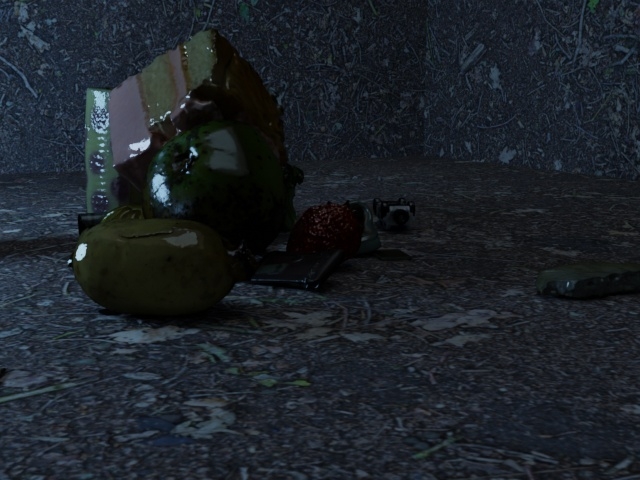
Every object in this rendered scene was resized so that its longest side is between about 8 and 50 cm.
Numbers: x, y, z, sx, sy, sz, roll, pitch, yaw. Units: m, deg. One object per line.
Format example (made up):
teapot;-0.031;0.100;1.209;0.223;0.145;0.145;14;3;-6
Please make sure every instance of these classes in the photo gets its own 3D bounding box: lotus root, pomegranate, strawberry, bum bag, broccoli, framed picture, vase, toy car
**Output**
lotus root;-0.232;0.038;1.197;0.284;0.146;0.160;-2;31;9
pomegranate;-0.177;-0.060;1.524;0.284;0.285;0.341;5;-22;24
strawberry;-0.001;-0.007;1.491;0.148;0.131;0.131;-12;16;-35
bum bag;-0.046;0.049;1.383;0.159;0.026;0.109;0;29;33
broccoli;-0.128;-0.104;1.903;0.176;0.198;0.226;32;21;-36
framed picture;0.139;0.028;1.613;0.066;0.007;0.089;-3;10;-13
vase;-0.441;-0.038;1.830;0.211;0.060;0.060;-3;11;-23
toy car;0.178;-0.064;1.934;0.080;0.071;0.171;-1;9;-7

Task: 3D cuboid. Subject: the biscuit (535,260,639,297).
biscuit;0.471;0.059;1.359;0.289;0.038;0.141;-4;11;-22

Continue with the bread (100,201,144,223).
bread;-0.354;-0.028;1.666;0.213;0.105;0.213;1;13;0

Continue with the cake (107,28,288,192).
cake;-0.266;-0.239;1.753;0.306;0.314;0.293;-26;47;16

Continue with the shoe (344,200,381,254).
shoe;0.059;-0.035;1.704;0.103;0.100;0.251;-5;13;-15

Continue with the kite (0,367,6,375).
kite;-0.425;0.161;0.880;0.160;0.010;0.182;10;14;44

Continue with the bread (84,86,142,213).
bread;-0.475;-0.196;1.933;0.155;0.339;0.187;8;11;33

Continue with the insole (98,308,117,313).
insole;-0.290;0.098;1.245;0.045;0.002;0.135;5;12;28
